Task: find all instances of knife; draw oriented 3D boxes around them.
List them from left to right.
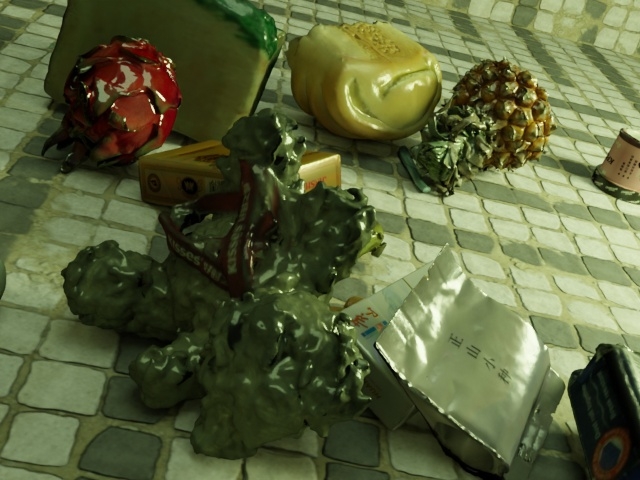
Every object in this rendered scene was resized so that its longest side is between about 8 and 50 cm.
[{"bbox_3d":[0.184,-0.147,1.759,0.028,0.015,0.210,2,29,-12],"label":"knife"}]

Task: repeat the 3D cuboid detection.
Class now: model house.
[{"bbox_3d":[-0.269,-0.395,1.659,0.381,0.335,0.343,24,29,-7],"label":"model house"}]

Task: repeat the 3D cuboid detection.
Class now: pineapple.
[{"bbox_3d":[0.296,-0.201,1.729,0.262,0.263,0.271,31,46,27],"label":"pineapple"}]

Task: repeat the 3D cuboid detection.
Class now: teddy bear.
[{"bbox_3d":[-0.075,0.065,0.977,0.357,0.224,0.367,-39,39,-5],"label":"teddy bear"}]

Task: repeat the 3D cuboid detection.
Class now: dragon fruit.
[{"bbox_3d":[-0.333,-0.216,1.430,0.193,0.274,0.192,31,-20,-23],"label":"dragon fruit"}]

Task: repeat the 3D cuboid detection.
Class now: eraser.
[{"bbox_3d":[0.390,0.263,1.001,0.155,0.102,0.332,28,29,-11],"label":"eraser"}]

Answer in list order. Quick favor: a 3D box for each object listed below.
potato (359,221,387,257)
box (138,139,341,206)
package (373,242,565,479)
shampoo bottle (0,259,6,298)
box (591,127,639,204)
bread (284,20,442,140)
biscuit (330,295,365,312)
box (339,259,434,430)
[{"bbox_3d":[0.000,0.000,1.314,0.225,0.090,0.117,-8,37,-36],"label":"potato"},{"bbox_3d":[-0.126,-0.098,1.356,0.274,0.076,0.174,10,19,35],"label":"box"},{"bbox_3d":[0.183,0.155,1.048,0.251,0.062,0.204,48,47,-7],"label":"package"},{"bbox_3d":[-0.454,0.092,0.927,0.153,0.071,0.284,13,26,-3],"label":"shampoo bottle"},{"bbox_3d":[0.704,-0.171,1.949,0.151,0.135,0.151,12,30,-7],"label":"box"},{"bbox_3d":[0.102,-0.315,1.836,0.315,0.211,0.270,-18,50,-35],"label":"bread"},{"bbox_3d":[0.084,0.125,1.193,0.184,0.027,0.133,-12,44,-41],"label":"biscuit"},{"bbox_3d":[0.120,0.128,1.123,0.149,0.067,0.233,44,40,19],"label":"box"}]
